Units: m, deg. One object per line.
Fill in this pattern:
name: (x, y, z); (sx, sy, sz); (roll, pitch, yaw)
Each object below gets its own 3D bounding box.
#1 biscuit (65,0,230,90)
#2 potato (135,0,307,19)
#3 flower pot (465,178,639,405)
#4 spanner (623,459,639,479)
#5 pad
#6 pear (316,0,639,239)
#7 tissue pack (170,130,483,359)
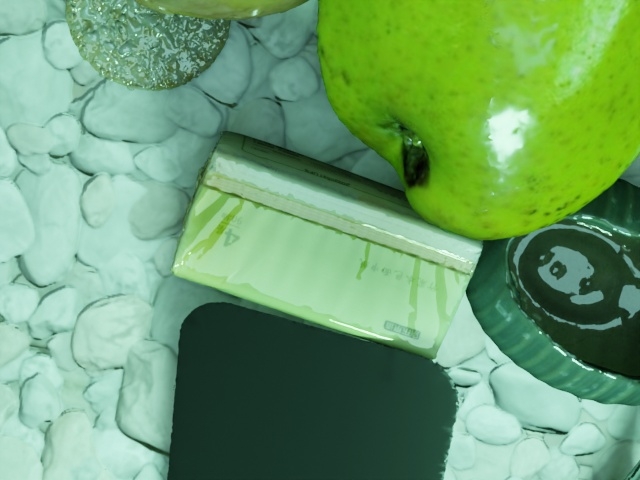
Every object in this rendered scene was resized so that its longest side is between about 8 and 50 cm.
biscuit: (-0.150, -0.205, 1.030); (0.152, 0.020, 0.152); (-1, 101, -4)
potato: (-0.069, -0.277, 0.910); (0.237, 0.301, 0.288); (38, 93, -27)
flower pot: (0.240, 0.041, 1.027); (0.243, 0.157, 0.189); (31, 98, -9)
spanner: (0.314, 0.169, 1.037); (0.071, 0.017, 0.302); (-12, 142, -30)
pad: (-0.045, 0.216, 1.062); (0.315, 0.063, 0.375); (15, 117, 11)
pear: (0.156, -0.152, 0.885); (0.342, 0.239, 0.318); (18, 97, -47)
tissue pack: (0.000, 0.000, 1.003); (0.234, 0.159, 0.125); (20, 97, -7)
